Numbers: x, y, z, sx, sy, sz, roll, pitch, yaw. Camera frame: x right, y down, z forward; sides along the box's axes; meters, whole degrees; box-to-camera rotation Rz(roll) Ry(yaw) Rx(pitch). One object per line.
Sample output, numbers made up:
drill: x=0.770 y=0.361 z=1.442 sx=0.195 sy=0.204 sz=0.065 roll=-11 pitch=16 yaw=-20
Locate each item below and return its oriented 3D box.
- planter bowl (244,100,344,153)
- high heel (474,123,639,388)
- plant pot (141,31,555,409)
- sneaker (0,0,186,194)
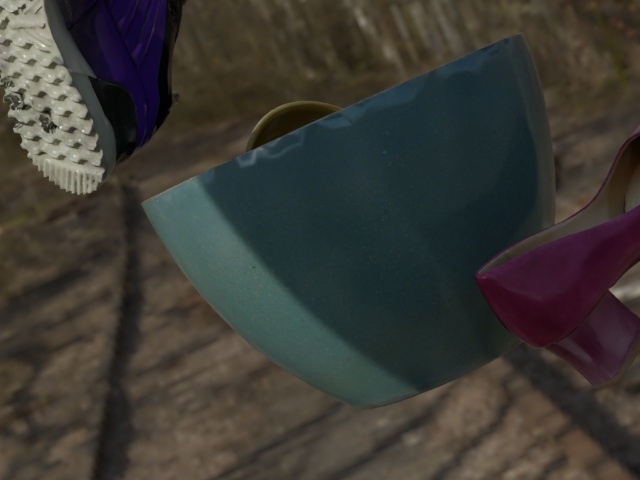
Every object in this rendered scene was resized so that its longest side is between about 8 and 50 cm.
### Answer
planter bowl: x=0.000 y=0.000 z=1.521 sx=0.090 sy=0.217 sz=0.217 roll=-36 pitch=-3 yaw=41
high heel: x=0.180 y=-0.030 z=1.194 sx=0.082 sy=0.117 sz=0.244 roll=-15 pitch=42 yaw=56
plant pot: x=0.046 y=0.003 z=1.289 sx=0.290 sy=0.195 sz=0.290 roll=-24 pitch=2 yaw=1
sneaker: x=-0.165 y=-0.192 z=1.293 sx=0.102 sy=0.293 sz=0.146 roll=15 pitch=37 yaw=36
